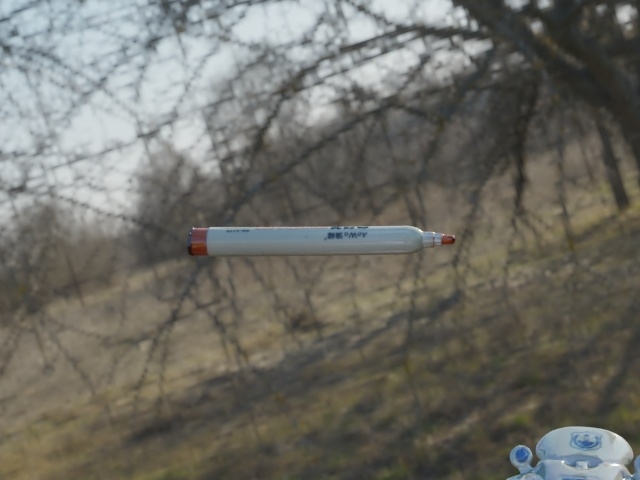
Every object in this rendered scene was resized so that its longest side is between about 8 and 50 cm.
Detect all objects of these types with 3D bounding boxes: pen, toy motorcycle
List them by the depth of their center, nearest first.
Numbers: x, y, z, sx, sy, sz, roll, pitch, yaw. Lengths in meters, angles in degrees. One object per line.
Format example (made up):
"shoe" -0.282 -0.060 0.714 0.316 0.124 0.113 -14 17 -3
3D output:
"toy motorcycle" 0.169 0.203 0.896 0.102 0.150 0.221 2 -21 13
"pen" 0.000 0.000 1.129 0.218 0.026 0.026 0 4 10
